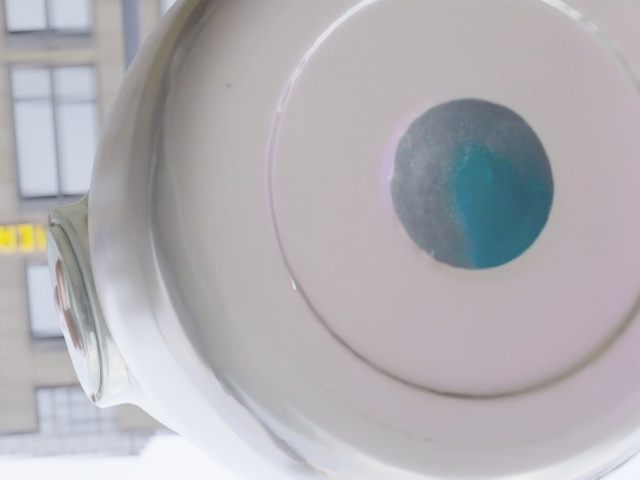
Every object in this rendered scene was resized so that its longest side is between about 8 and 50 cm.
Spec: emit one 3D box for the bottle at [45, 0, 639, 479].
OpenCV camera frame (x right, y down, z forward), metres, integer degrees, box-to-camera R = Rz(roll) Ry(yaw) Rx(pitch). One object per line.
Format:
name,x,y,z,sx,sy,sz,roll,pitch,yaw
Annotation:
bottle,0.000,0.000,0.538,0.147,0.147,0.236,-9,177,-18
